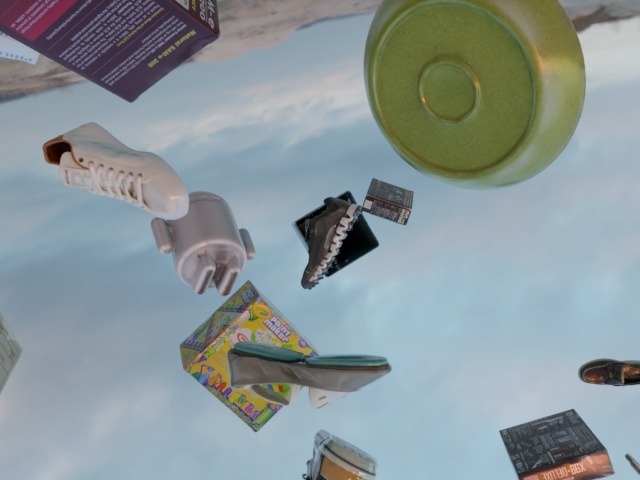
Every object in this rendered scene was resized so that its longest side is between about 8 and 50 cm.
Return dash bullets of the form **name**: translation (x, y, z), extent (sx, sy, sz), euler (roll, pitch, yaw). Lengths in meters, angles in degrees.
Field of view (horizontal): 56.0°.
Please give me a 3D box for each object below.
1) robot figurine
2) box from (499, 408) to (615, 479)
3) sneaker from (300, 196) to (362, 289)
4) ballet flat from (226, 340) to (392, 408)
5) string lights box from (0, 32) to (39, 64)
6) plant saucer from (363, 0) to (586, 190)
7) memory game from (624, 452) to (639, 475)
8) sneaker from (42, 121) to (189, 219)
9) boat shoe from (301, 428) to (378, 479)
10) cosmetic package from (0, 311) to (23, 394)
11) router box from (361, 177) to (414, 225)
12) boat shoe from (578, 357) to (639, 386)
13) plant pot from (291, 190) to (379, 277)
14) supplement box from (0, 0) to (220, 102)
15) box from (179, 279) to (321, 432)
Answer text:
- **robot figurine**: translation (-0.331, -0.003, 1.720), extent (0.300, 0.200, 0.353), euler (11, -143, -32)
- **box**: translation (0.662, 0.601, 1.725), extent (0.242, 0.076, 0.307), euler (-20, -178, 8)
- **sneaker**: translation (0.000, 0.000, 1.409), extent (0.106, 0.234, 0.078), euler (30, -175, 11)
- **ballet flat**: translation (-0.016, 0.159, 0.694), extent (0.213, 0.068, 0.072), euler (0, 179, 30)
- **string lights box**: translation (-0.591, -0.479, 1.131), extent (0.133, 0.259, 0.077), euler (6, 166, -33)
- **plant saucer**: translation (0.135, -0.153, 0.603), extent (0.241, 0.241, 0.037), euler (5, -148, 42)
- **memory game**: translation (0.692, 0.512, 1.225), extent (0.012, 0.186, 0.186), euler (-45, -163, 11)
- **sneaker**: translation (-0.344, -0.098, 0.987), extent (0.290, 0.106, 0.123), euler (28, -140, 27)
- **boat shoe**: translation (0.044, 0.574, 1.480), extent (0.187, 0.156, 0.500), euler (26, 167, 8)
- **cosmetic package**: translation (-0.679, 0.268, 1.090), extent (0.113, 0.160, 0.309), euler (-6, -144, 4)
- **router box**: translation (0.135, -0.078, 1.190), extent (0.092, 0.038, 0.122), euler (19, -157, 4)
- **boat shoe**: translation (0.625, 0.278, 1.266), extent (0.152, 0.056, 0.049), euler (-7, -178, 5)
- **plant pot**: translation (0.019, -0.018, 1.625), extent (0.166, 0.165, 0.234), euler (-31, -173, -10)
- **supplement box**: translation (-0.213, -0.222, 0.494), extent (0.130, 0.073, 0.239), euler (-24, 149, 29)
- **box**: translation (-0.192, 0.323, 1.703), extent (0.279, 0.290, 0.177), euler (-43, -160, -4)
